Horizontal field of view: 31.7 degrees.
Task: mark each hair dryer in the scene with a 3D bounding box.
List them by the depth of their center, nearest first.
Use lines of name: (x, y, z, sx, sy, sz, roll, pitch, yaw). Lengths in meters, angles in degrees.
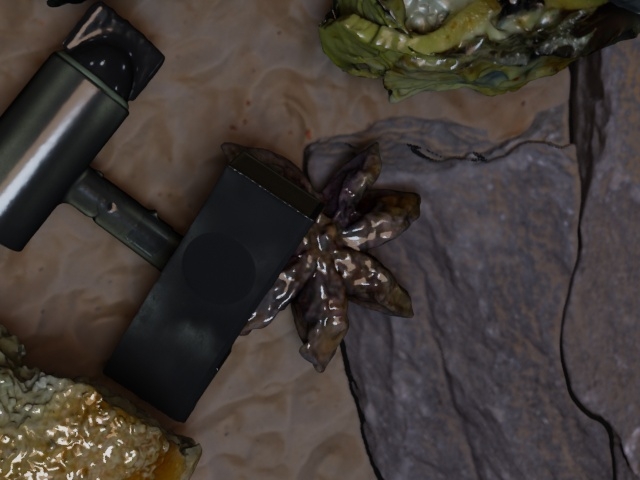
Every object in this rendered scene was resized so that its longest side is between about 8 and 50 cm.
hair dryer: (-0.146, -0.041, 0.915, 0.248, 0.078, 0.195, 40, 88, -27)

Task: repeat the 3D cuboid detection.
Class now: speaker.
speaker: (-0.085, 0.041, 0.885, 0.082, 0.044, 0.218, 34, 115, 0)

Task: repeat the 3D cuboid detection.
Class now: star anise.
star anise: (-0.005, 0.016, 0.947, 0.212, 0.073, 0.197, -2, 97, -24)

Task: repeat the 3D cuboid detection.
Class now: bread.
bread: (-0.259, 0.152, 0.840, 0.314, 0.171, 0.192, 38, 79, -15)

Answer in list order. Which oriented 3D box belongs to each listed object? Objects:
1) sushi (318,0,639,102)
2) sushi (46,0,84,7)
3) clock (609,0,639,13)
sushi: (0.132, -0.188, 0.962, 0.291, 0.139, 0.131, -14, 92, -25)
sushi: (-0.149, -0.288, 0.816, 0.238, 0.219, 0.225, -42, 108, -9)
clock: (0.267, -0.288, 0.969, 0.226, 0.049, 0.226, 14, 54, -20)
